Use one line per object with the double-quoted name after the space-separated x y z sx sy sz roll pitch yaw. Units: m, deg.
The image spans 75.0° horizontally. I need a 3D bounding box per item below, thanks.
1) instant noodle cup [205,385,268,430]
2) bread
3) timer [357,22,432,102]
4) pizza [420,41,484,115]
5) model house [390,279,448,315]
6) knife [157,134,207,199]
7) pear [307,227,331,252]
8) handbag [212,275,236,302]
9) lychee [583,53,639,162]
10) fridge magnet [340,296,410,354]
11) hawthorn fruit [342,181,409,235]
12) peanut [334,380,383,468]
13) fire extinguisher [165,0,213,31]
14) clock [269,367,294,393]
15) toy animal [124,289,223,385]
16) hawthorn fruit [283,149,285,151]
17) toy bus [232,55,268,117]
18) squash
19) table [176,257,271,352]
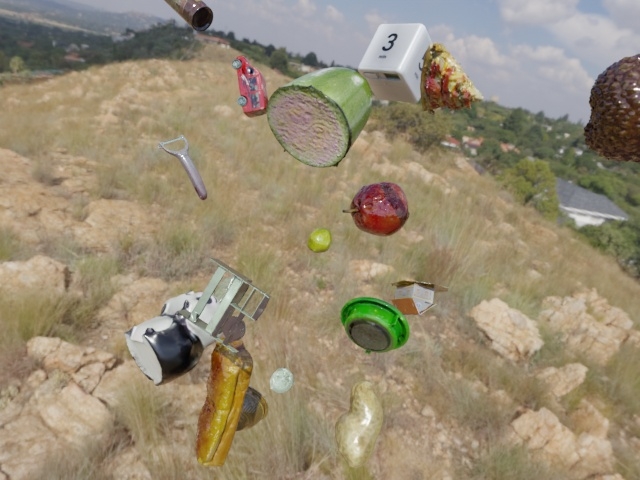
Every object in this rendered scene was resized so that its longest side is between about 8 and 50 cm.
-0.361 0.718 1.743 0.274 0.273 0.090 14 30 0 "instant noodle cup"
-0.320 0.503 1.313 0.109 0.380 0.185 12 8 -33 "bread"
0.284 -0.640 1.514 0.193 0.194 0.194 22 -7 38 "timer"
0.315 -0.378 1.035 0.062 0.188 0.199 -29 46 -18 "pizza"
0.408 0.253 1.732 0.208 0.135 0.219 18 -16 -22 "model house"
-0.535 -0.288 1.673 0.123 0.277 0.053 -32 5 -32 "knife"
0.000 0.000 1.473 0.092 0.097 0.092 37 -2 1 "pear"
-0.472 0.302 1.885 0.109 0.316 0.253 31 62 -10 "handbag"
0.773 -0.303 0.973 0.272 0.271 0.271 12 22 -5 "lychee"
0.153 0.247 1.205 0.208 0.207 0.088 20 43 15 "fridge magnet"
0.206 -0.114 1.626 0.266 0.210 0.230 -13 40 -24 "hawthorn fruit"
0.124 0.577 1.320 0.137 0.122 0.253 25 68 2 "peanut"
-0.424 -0.695 1.186 0.106 0.075 0.252 -38 76 -26 "fire extinguisher"
-0.128 0.464 1.380 0.074 0.010 0.083 44 64 6 "clock"
-0.458 0.302 1.395 0.251 0.250 0.310 26 39 28 "toy animal"
-0.085 -0.435 1.538 0.166 0.165 0.285 8 53 -13 "hawthorn fruit"
-0.231 -0.516 1.391 0.090 0.195 0.081 -8 1 9 "toy bus"
0.025 -0.456 1.399 0.311 0.310 0.308 20 55 16 "squash"
-0.213 0.145 0.950 0.175 0.146 0.062 31 0 10 "table"
